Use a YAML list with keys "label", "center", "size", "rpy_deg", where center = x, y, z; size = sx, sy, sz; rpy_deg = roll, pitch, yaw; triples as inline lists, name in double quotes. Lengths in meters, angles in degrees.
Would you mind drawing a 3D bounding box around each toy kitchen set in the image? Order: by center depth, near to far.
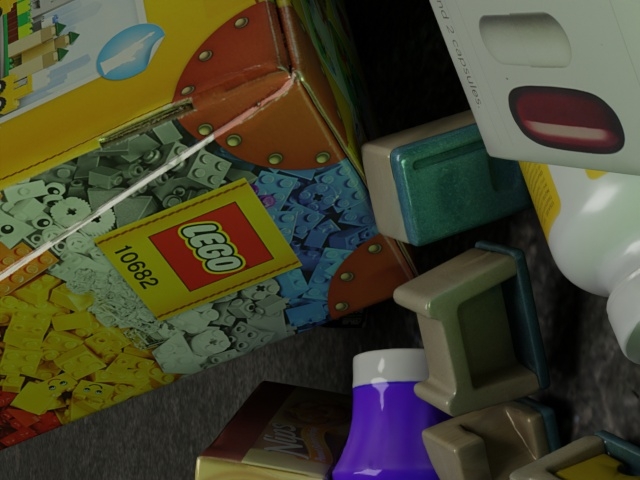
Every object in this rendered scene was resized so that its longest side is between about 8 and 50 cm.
- label: "toy kitchen set"
  center: [0.129, 0.041, 0.750]
  size: [0.166, 0.122, 0.207]
  rpy_deg: [21, 128, 63]

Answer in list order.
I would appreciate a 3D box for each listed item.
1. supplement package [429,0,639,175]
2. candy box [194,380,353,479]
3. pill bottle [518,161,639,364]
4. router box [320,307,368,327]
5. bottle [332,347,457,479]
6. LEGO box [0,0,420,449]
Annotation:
- label: "supplement package"
  center: [0.127, -0.181, 0.505]
  size: [0.145, 0.204, 0.261]
  rpy_deg: [15, 132, 65]
- label: "candy box"
  center: [-0.038, 0.271, 0.986]
  size: [0.183, 0.088, 0.316]
  rpy_deg: [-44, -37, -77]
- label: "pill bottle"
  center: [0.147, -0.039, 0.688]
  size: [0.103, 0.103, 0.184]
  rpy_deg: [123, 141, -48]
- label: "router box"
  center: [0.000, 0.000, 1.075]
  size: [0.122, 0.038, 0.092]
  rpy_deg: [-141, 56, -60]
- label: "bottle"
  center: [0.054, 0.206, 0.850]
  size: [0.092, 0.118, 0.282]
  rpy_deg: [-8, 75, 29]
- label: "LEGO box"
  center: [-0.180, -0.139, 0.988]
  size: [0.193, 0.373, 0.500]
  rpy_deg: [58, -165, -46]
